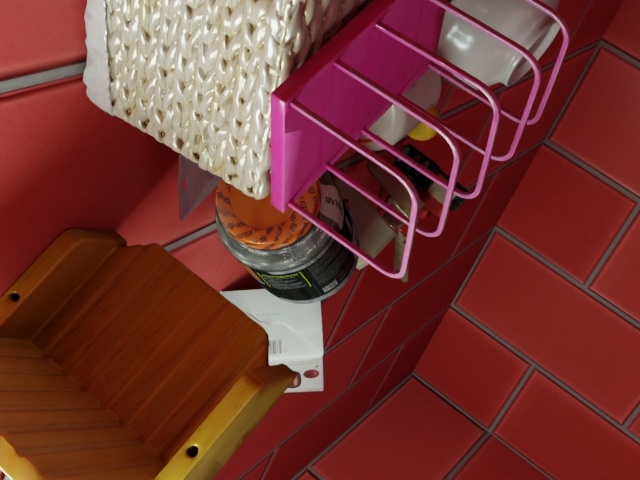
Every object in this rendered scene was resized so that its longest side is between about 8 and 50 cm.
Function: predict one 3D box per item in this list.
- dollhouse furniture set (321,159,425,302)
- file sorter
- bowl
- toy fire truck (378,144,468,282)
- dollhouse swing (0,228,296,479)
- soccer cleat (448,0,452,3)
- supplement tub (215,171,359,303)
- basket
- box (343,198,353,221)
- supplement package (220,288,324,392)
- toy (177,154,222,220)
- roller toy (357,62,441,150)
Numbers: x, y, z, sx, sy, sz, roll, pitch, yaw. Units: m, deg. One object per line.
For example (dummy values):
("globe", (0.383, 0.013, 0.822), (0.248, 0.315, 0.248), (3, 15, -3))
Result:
("dollhouse furniture set", (0.000, 0.000, 2.081), (0.303, 0.174, 0.355), (-44, -175, -33))
("file sorter", (0.108, -0.135, 1.045), (0.291, 0.182, 0.202), (-46, 161, -24))
("bowl", (0.311, -0.357, 1.650), (0.298, 0.134, 0.298), (-44, 167, -13))
("toy fire truck", (0.198, -0.058, 2.180), (0.246, 0.158, 0.217), (-50, -159, 6))
("dollhouse swing", (-0.266, 0.132, 1.189), (0.315, 0.347, 0.305), (-49, 161, -12))
("soccer cleat", (0.235, -0.458, 1.767), (0.331, 0.116, 0.143), (-50, 146, -19))
("supplement tub", (-0.054, -0.024, 1.649), (0.207, 0.207, 0.338), (-51, 162, -7))
("basket", (-0.060, -0.276, 1.094), (0.328, 0.266, 0.331), (-42, 160, -35))
("box", (-0.003, -0.021, 1.872), (0.137, 0.094, 0.027), (-12, 178, -14))
("supplement package", (-0.091, 0.200, 1.917), (0.203, 0.194, 0.149), (87, 0, -63))
("toy", (-0.150, -0.152, 1.426), (0.237, 0.056, 0.137), (-47, 158, -35))
("roller toy", (0.097, -0.259, 1.611), (0.146, 0.209, 0.191), (-41, 138, -36))
